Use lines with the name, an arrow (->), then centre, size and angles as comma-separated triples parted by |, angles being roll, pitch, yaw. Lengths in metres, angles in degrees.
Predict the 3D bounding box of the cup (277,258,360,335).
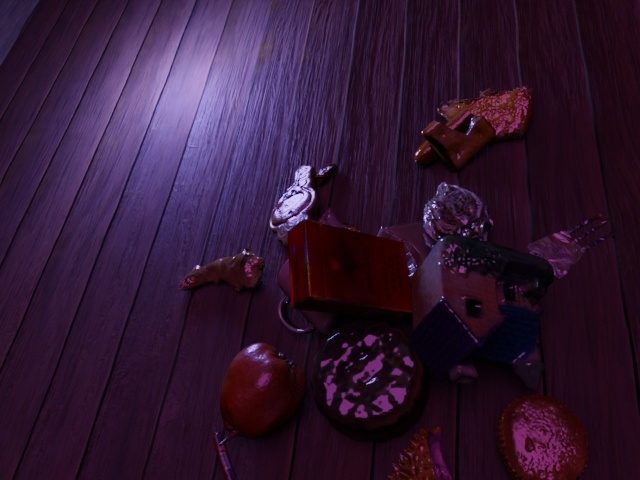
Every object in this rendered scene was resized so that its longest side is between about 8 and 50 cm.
cup -> -0.004, 0.157, 1.404 | 0.253, 0.191, 0.200 | -47, 60, 11

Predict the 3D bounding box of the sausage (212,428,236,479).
sausage -> -0.236, 0.569, 1.305 | 0.028, 0.025, 0.198 | -22, 56, -16

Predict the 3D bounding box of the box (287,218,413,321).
box -> 0.075, 0.078, 1.259 | 0.089, 0.313, 0.198 | -33, 53, 47

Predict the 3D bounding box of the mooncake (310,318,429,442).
mooncake -> 0.116, 0.335, 1.265 | 0.290, 0.161, 0.291 | -7, 56, 11

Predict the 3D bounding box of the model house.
model house -> 0.373, 0.187, 1.180 | 0.312, 0.245, 0.280 | 15, 51, -10

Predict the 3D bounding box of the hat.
hat -> 0.262, 0.066, 1.445 | 0.244, 0.149, 0.214 | 2, 45, -26

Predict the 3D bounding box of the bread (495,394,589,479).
bread -> 0.482, 0.441, 1.131 | 0.199, 0.104, 0.199 | -6, 58, 10

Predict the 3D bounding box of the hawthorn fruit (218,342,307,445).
hawthorn fruit -> -0.164, 0.393, 1.287 | 0.210, 0.210, 0.262 | 33, 80, 30

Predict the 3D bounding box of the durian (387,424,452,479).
durian -> 0.223, 0.563, 1.134 | 0.186, 0.153, 0.261 | -43, 46, 18

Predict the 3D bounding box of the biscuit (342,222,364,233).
biscuit -> 0.057, 0.003, 1.560 | 0.206, 0.025, 0.126 | 8, 63, 20

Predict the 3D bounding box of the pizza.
pizza -> 0.518, -0.395, 1.644 | 0.296, 0.071, 0.189 | -1, 77, 20

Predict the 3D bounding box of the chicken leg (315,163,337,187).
chicken leg -> -0.004, -0.205, 1.698 | 0.145, 0.037, 0.062 | -44, 36, -13

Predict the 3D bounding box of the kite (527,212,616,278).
kite -> 0.682, 0.010, 1.388 | 0.229, 0.016, 0.127 | -29, 59, 1

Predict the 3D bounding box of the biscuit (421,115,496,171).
biscuit -> 0.422, -0.320, 1.562 | 0.183, 0.174, 0.039 | -40, 18, 7

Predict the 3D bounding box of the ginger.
ginger -> -0.297, 0.107, 1.574 | 0.294, 0.086, 0.131 | -15, 66, 16

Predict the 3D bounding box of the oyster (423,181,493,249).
oyster -> 0.380, -0.057, 1.445 | 0.198, 0.112, 0.268 | 17, 49, 19

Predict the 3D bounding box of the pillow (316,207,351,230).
pillow -> 0.000, 0.000, 1.538 | 0.185, 0.043, 0.118 | -46, 57, -3

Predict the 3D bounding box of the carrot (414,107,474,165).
carrot -> 0.382, -0.315, 1.612 | 0.225, 0.067, 0.067 | -41, 56, 10

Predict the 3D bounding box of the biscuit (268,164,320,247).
biscuit -> -0.077, -0.114, 1.625 | 0.183, 0.047, 0.320 | -6, 53, 37
